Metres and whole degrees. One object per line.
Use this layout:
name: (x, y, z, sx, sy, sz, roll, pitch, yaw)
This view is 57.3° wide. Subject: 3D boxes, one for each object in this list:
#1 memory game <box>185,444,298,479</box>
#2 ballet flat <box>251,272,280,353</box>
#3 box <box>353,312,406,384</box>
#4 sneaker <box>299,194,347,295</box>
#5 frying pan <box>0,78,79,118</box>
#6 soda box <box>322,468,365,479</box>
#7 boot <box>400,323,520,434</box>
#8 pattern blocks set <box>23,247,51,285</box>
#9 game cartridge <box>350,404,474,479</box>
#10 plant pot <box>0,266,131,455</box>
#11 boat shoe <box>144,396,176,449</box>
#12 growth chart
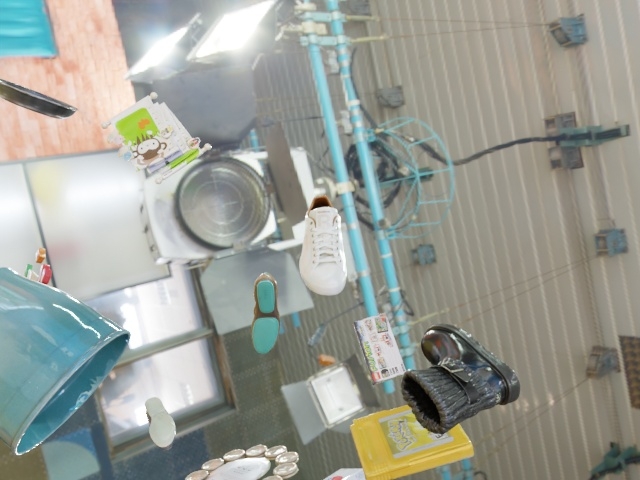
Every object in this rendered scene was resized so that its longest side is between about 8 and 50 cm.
memory game: (-0.121, 0.355, 0.884, 0.186, 0.186, 0.012, -7, -84, 53)
ballet flat: (-0.217, 0.277, 2.322, 0.124, 0.116, 0.342, -95, -175, -68)
box: (0.188, 0.345, 1.878, 0.036, 0.114, 0.207, 85, -11, -67)
sneaker: (0.000, 0.000, 1.351, 0.290, 0.106, 0.123, -100, -173, -52)
frying pan: (-0.709, -0.343, 1.304, 0.197, 0.326, 0.053, 34, -76, 63)
soda box: (0.011, 0.576, 1.286, 0.074, 0.216, 0.069, -20, -97, 43)
boot: (0.301, 0.338, 1.502, 0.348, 0.260, 0.131, 29, -53, 59)
pattern blocks set: (-0.857, 0.166, 1.737, 0.325, 0.026, 0.285, 25, -83, 56)
game cartridge: (0.267, 0.604, 1.802, 0.285, 0.324, 0.052, -118, -165, -73)
plant pot: (-0.533, 0.191, 1.053, 0.255, 0.271, 0.271, 39, -43, 2)
boat shoe: (-0.309, 0.359, 1.131, 0.137, 0.049, 0.043, 40, -43, 53)
growth chart: (-0.386, -0.235, 1.351, 0.237, 0.172, 0.021, 46, -9, 18)
